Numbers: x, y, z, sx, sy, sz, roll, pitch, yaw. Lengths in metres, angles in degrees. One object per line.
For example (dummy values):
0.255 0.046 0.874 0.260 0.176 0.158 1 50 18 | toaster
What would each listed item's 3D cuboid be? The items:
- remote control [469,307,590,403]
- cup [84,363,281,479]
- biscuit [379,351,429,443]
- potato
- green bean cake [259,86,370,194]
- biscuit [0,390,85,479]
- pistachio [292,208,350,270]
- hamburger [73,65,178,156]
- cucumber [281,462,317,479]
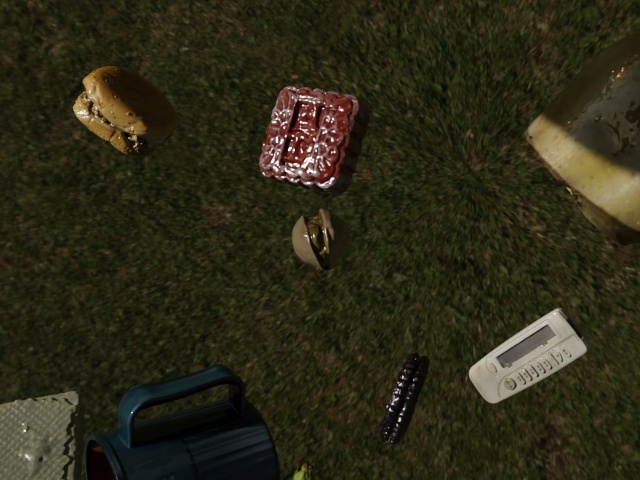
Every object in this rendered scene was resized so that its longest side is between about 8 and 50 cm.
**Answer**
0.368 0.209 1.296 0.230 0.049 0.090 -44 74 38 | remote control
-0.252 0.398 1.317 0.292 0.242 0.307 -10 83 -32 | cup
0.166 0.312 1.434 0.053 0.194 0.194 20 99 11 | biscuit
0.399 -0.148 0.902 0.243 0.285 0.242 9 114 22 | potato
-0.011 -0.138 0.989 0.136 0.056 0.135 14 88 29 | green bean cake
-0.305 0.253 0.740 0.121 0.199 0.040 -9 138 -7 | biscuit
0.000 0.000 1.289 0.113 0.149 0.113 0 91 8 | pistachio
-0.289 -0.195 1.088 0.147 0.138 0.083 39 112 -8 | hamburger
-0.047 0.367 0.928 0.069 0.069 0.227 23 119 9 | cucumber
